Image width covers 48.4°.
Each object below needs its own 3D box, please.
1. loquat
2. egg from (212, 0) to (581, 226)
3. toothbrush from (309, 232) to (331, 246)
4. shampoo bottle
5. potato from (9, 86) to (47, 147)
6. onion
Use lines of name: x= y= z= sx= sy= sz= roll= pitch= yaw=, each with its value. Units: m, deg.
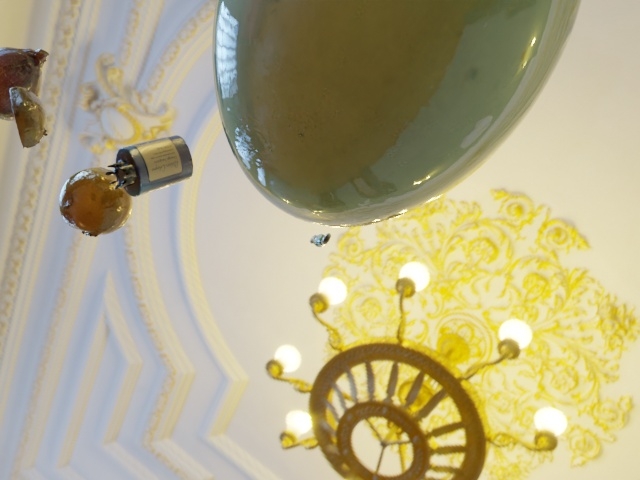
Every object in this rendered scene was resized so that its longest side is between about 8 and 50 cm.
loquat: x=-0.421 y=-0.073 z=1.346 sx=0.141 sy=0.141 sz=0.141 roll=9 pitch=-70 yaw=26
egg: x=0.061 y=-0.194 z=0.577 sx=0.276 sy=0.276 sz=0.388 roll=30 pitch=-82 yaw=18
toothbrush: x=-0.002 y=-0.001 z=1.452 sx=0.030 sy=0.304 sz=0.030 roll=0 pitch=-91 yaw=-4
shampoo bottle: x=-0.300 y=-0.131 z=1.256 sx=0.050 sy=0.183 sz=0.087 roll=-6 pitch=-77 yaw=31
potato: x=-0.367 y=-0.165 z=0.896 sx=0.036 sy=0.037 sz=0.093 roll=100 pitch=-28 yaw=-63
onion: x=-0.686 y=-0.363 z=1.590 sx=0.195 sy=0.159 sz=0.159 roll=-39 pitch=-96 yaw=1
